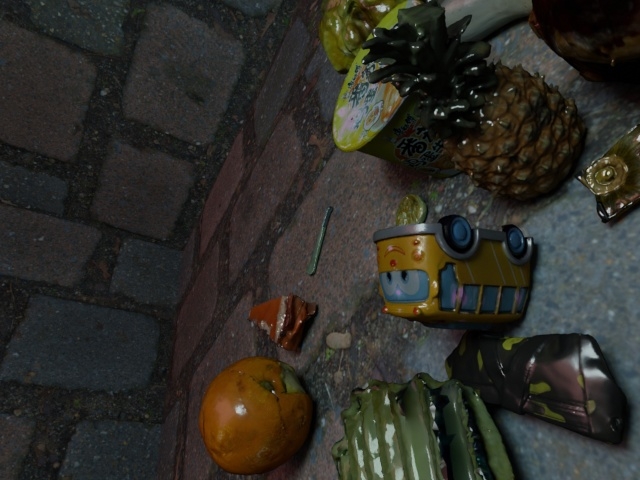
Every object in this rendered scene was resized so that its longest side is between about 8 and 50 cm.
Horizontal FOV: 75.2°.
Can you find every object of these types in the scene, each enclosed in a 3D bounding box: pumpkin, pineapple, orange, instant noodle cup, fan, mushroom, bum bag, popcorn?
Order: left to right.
[{"bbox_3d":[-0.138,0.367,0.893,0.240,0.240,0.240,-42,39,46],"label":"orange"},{"bbox_3d":[0.000,0.000,1.113,0.038,0.016,0.193,14,88,61],"label":"fan"},{"bbox_3d":[0.117,-0.505,0.973,0.276,0.226,0.276,-48,33,46],"label":"popcorn"},{"bbox_3d":[0.169,-0.238,0.724,0.264,0.200,0.264,-43,37,44],"label":"instant noodle cup"},{"bbox_3d":[0.177,-0.171,0.514,0.169,0.341,0.169,-36,44,45],"label":"pineapple"},{"bbox_3d":[0.292,-0.404,0.714,0.270,0.103,0.118,12,84,58],"label":"mushroom"},{"bbox_3d":[0.235,0.160,0.498,0.232,0.060,0.106,-13,64,60],"label":"bum bag"},{"bbox_3d":[0.348,-0.075,0.466,0.101,0.035,0.073,-45,48,37],"label":"pumpkin"}]

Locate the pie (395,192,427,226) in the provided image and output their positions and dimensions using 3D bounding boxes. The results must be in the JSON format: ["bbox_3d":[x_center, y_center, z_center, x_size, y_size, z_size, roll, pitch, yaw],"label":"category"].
[{"bbox_3d":[0.173,-0.051,0.802,0.084,0.021,0.084,-34,49,50],"label":"pie"}]

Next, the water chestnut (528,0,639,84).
[{"bbox_3d":[0.325,-0.299,0.382,0.300,0.300,0.300,-42,39,46],"label":"water chestnut"}]

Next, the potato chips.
[{"bbox_3d":[0.117,0.387,0.527,0.358,0.070,0.429,124,147,-44],"label":"potato chips"}]

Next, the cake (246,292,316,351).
[{"bbox_3d":[-0.118,0.224,1.102,0.287,0.098,0.135,-25,52,56],"label":"cake"}]

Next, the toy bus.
[{"bbox_3d":[0.171,0.046,0.541,0.126,0.210,0.136,-12,73,59],"label":"toy bus"}]
